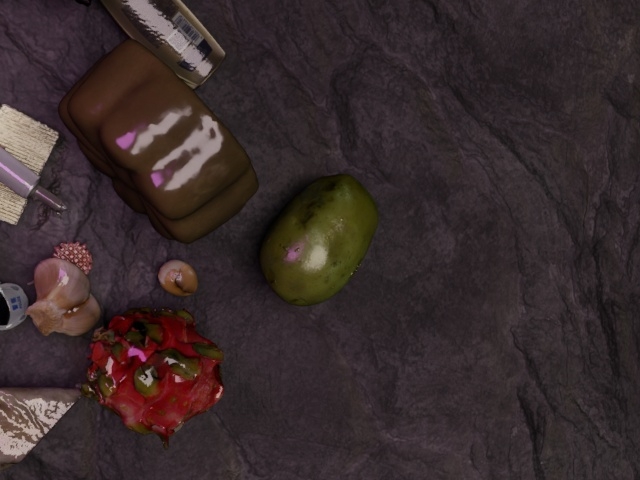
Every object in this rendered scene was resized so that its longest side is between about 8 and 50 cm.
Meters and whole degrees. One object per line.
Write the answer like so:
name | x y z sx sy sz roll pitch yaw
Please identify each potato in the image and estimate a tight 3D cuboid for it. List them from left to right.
potato | -0.003 -0.001 1.752 0.215 0.215 0.305 37 69 -24

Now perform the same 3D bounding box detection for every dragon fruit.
dragon fruit | -0.314 0.253 1.612 0.302 0.237 0.231 16 106 -45

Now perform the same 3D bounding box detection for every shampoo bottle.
shampoo bottle | -0.342 -0.449 1.607 0.350 0.084 0.126 43 81 -22

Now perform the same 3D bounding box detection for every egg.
egg | -0.288 0.079 1.692 0.071 0.071 0.083 -52 129 -13

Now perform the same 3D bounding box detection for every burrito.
burrito | -0.620 0.341 1.534 0.347 0.107 0.175 7 98 -28

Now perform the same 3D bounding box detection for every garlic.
garlic | -0.488 0.111 1.576 0.124 0.099 0.175 -21 133 2

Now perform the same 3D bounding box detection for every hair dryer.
hair dryer | -0.583 -0.163 1.468 0.357 0.107 0.173 39 80 -10

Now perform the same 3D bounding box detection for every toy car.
toy car | -0.645 0.136 1.529 0.204 0.056 0.096 -14 100 -23

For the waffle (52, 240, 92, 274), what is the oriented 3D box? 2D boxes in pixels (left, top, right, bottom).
waffle | -0.484 0.039 1.614 0.075 0.029 0.083 -14 98 -25

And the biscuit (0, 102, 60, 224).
biscuit | -0.583 -0.142 1.542 0.121 0.040 0.200 28 85 -26

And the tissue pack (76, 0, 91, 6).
tissue pack | -0.462 -0.627 1.463 0.259 0.122 0.362 21 86 11

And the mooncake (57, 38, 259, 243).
mooncake | -0.299 -0.166 1.503 0.201 0.378 0.378 -45 112 -11
